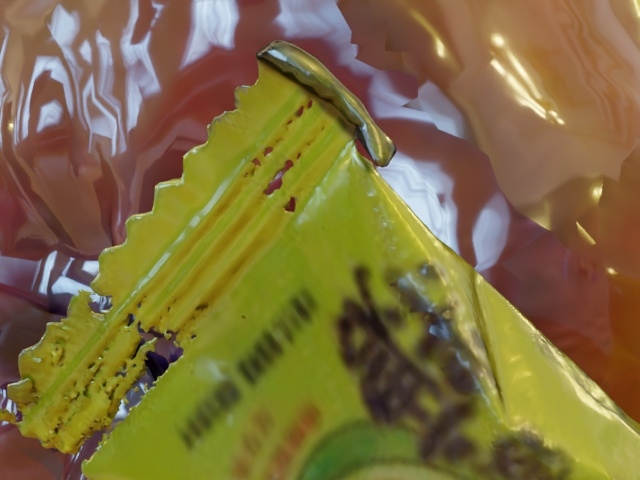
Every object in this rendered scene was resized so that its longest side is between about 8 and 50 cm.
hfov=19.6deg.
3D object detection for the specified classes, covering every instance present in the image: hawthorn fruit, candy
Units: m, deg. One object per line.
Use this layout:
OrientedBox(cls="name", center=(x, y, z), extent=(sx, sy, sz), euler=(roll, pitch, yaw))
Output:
OrientedBox(cls="hawthorn fruit", center=(0.000, 0.000, 0.887), extent=(0.472, 0.471, 0.472), euler=(0, -13, 0))
OrientedBox(cls="candy", center=(0.054, 0.087, 0.588), extent=(0.187, 0.297, 0.081), euler=(-49, 1, 30))
